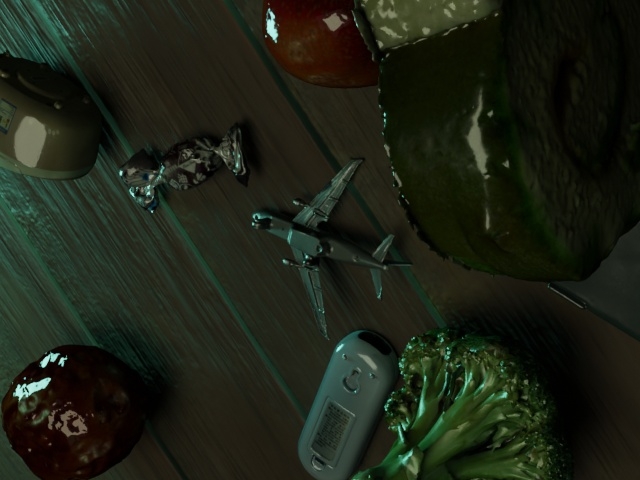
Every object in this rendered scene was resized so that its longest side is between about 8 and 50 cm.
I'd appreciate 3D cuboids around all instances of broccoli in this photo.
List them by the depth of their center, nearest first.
[{"bbox_3d":[0.151,0.218,1.495,0.254,0.269,0.269,37,131,33],"label":"broccoli"}]

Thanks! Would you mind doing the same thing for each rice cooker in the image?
[{"bbox_3d":[-0.377,-0.158,1.774,0.206,0.145,0.127,37,118,20],"label":"rice cooker"}]

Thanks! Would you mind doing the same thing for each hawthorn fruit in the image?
[{"bbox_3d":[0.013,-0.234,1.436,0.188,0.169,0.169,-5,110,37],"label":"hawthorn fruit"}]

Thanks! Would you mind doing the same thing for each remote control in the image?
[{"bbox_3d":[0.031,0.216,1.730,0.087,0.047,0.244,35,128,21],"label":"remote control"}]

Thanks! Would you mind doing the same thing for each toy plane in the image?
[{"bbox_3d":[-0.001,0.001,1.634,0.226,0.058,0.226,18,107,28],"label":"toy plane"}]

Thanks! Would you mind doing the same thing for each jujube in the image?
[{"bbox_3d":[-0.352,0.247,1.941,0.197,0.197,0.290,57,147,-2],"label":"jujube"}]

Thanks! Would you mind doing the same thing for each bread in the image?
[{"bbox_3d":[0.176,-0.154,1.209,0.129,0.366,0.382,-8,146,40],"label":"bread"}]

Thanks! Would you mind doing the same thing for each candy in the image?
[{"bbox_3d":[-0.167,-0.089,1.719,0.226,0.051,0.094,-18,112,43],"label":"candy"}]

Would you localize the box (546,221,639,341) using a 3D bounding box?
[{"bbox_3d":[0.291,-0.005,1.419,0.230,0.050,0.160,33,128,18],"label":"box"}]
